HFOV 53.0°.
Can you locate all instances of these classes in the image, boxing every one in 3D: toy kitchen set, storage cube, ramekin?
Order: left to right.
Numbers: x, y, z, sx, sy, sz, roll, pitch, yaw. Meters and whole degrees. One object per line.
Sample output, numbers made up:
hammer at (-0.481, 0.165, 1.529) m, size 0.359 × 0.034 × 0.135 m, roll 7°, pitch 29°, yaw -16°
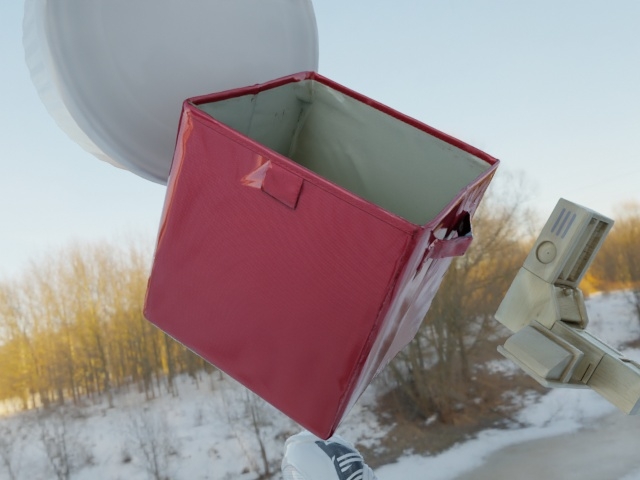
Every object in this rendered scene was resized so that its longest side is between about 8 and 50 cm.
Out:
ramekin at (-0.139, -0.182, 0.593) m, size 0.272 × 0.273 × 0.127 m, roll -4°, pitch 5°, yaw -41°
storage cube at (0.000, 0.000, 0.514) m, size 0.183 × 0.214 × 0.193 m, roll -34°, pitch -30°, yaw -54°
toy kitchen set at (0.127, 0.029, 0.305) m, size 0.068 × 0.075 × 0.083 m, roll 12°, pitch 19°, yaw -40°

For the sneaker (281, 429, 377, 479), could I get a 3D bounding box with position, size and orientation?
sneaker at (-0.014, 0.339, 0.616) m, size 0.210 × 0.138 × 0.366 m, roll -15°, pitch 31°, yaw -19°
